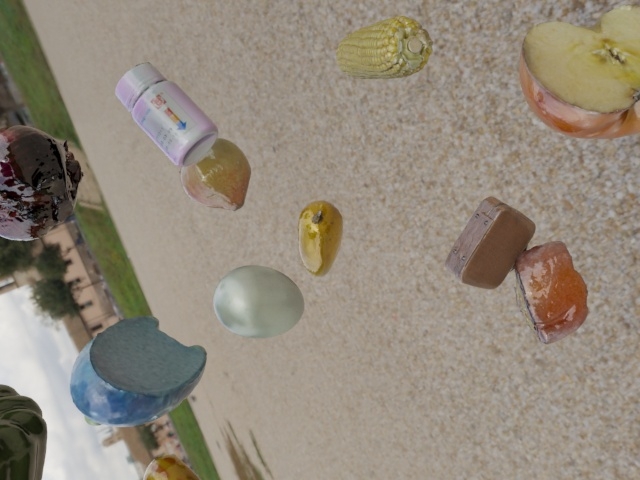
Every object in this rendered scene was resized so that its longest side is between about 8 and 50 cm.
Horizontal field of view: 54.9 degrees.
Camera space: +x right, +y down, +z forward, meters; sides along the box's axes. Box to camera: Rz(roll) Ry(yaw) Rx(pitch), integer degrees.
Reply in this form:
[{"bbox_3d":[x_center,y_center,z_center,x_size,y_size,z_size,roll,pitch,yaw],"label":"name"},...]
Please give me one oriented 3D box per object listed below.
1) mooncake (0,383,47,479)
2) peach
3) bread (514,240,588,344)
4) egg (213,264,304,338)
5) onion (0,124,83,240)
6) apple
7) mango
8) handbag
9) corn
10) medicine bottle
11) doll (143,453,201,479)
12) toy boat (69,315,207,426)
[{"bbox_3d":[-0.660,0.363,1.074,0.351,0.351,0.187,-157,74,-64],"label":"mooncake"},{"bbox_3d":[-0.313,-0.192,1.903,0.232,0.232,0.233,54,158,34],"label":"peach"},{"bbox_3d":[0.470,0.102,1.282,0.244,0.123,0.190,1,-108,-79],"label":"bread"},{"bbox_3d":[-0.124,0.129,1.286,0.151,0.209,0.151,-16,68,44],"label":"egg"},{"bbox_3d":[-0.656,-0.137,1.361,0.221,0.281,0.281,37,154,13],"label":"onion"},{"bbox_3d":[0.494,-0.270,1.092,0.163,0.292,0.251,81,176,-56],"label":"apple"},{"bbox_3d":[0.000,0.000,1.676,0.317,0.119,0.177,91,-174,-57],"label":"mango"},{"bbox_3d":[0.378,0.013,1.364,0.193,0.151,0.072,-60,34,12],"label":"handbag"},{"bbox_3d":[0.148,-0.471,1.527,0.387,0.143,0.144,-141,32,-66],"label":"corn"},{"bbox_3d":[-0.397,-0.325,1.593,0.254,0.152,0.152,46,159,6],"label":"medicine bottle"},{"bbox_3d":[-0.315,0.512,1.107,0.162,0.269,0.167,42,156,45],"label":"doll"},{"bbox_3d":[-0.360,0.267,1.208,0.215,0.123,0.330,32,-166,1],"label":"toy boat"}]
